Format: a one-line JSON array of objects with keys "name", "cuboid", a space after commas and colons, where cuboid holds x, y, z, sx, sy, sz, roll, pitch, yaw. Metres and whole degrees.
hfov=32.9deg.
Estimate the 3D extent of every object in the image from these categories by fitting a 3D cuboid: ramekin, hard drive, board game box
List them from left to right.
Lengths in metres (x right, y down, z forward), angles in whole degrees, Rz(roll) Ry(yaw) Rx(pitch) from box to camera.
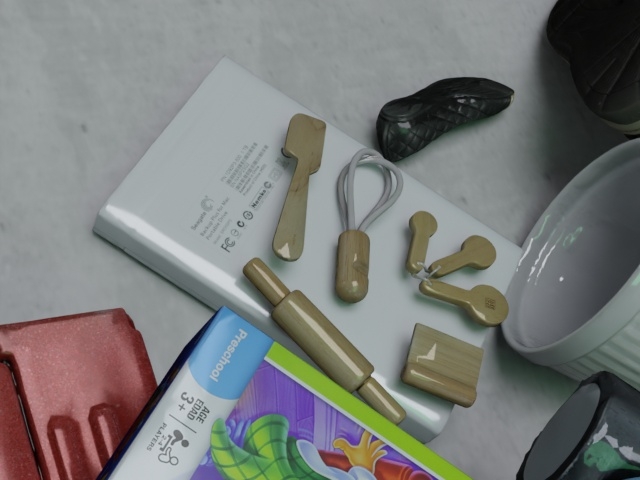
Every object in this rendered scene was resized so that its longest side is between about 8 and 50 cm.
[{"name": "board game box", "cuboid": [-0.046, 0.236, 0.476, 0.233, 0.078, 0.347, 35, 60, -6]}, {"name": "hard drive", "cuboid": [0.000, 0.000, 0.883, 0.308, 0.040, 0.203, 33, 54, -3]}, {"name": "ramekin", "cuboid": [0.253, 0.030, 0.880, 0.109, 0.207, 0.207, 33, 54, -13]}]

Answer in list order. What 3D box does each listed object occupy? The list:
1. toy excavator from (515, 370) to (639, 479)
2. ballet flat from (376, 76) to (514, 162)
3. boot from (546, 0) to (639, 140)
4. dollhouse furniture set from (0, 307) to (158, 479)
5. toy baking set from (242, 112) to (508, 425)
[{"name": "toy excavator", "cuboid": [0.115, 0.349, 0.597, 0.222, 0.433, 0.445, 37, 26, 0]}, {"name": "ballet flat", "cuboid": [0.115, -0.118, 1.008, 0.173, 0.049, 0.057, -21, 39, -35]}, {"name": "boot", "cuboid": [0.371, -0.138, 1.057, 0.284, 0.138, 0.377, 40, 25, -17]}, {"name": "dollhouse furniture set", "cuboid": [-0.146, 0.242, 0.593, 0.152, 0.201, 0.374, -12, 74, -29]}, {"name": "toy baking set", "cuboid": [0.037, 0.021, 0.847, 0.256, 0.030, 0.197, 42, 52, 4]}]
